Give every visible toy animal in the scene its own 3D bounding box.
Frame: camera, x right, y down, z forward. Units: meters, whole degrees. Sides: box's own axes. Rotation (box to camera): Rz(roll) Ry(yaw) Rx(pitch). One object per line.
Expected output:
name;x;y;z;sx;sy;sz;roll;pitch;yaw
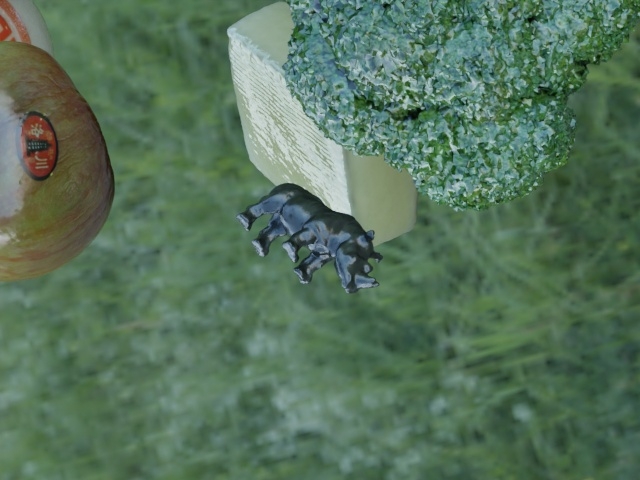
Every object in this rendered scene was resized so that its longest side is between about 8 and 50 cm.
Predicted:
toy animal;0.000;0.000;1.244;0.136;0.065;0.047;34;155;39

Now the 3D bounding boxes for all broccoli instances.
broccoli;0.126;-0.231;1.459;0.310;0.321;0.413;125;149;-79

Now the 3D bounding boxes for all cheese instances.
cheese;0.002;-0.150;2.047;0.265;0.124;0.242;42;147;43

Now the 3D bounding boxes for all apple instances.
apple;-0.170;-0.042;0.850;0.126;0.102;0.126;51;163;23

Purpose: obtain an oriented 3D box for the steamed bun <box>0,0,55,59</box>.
steamed bun;-0.458;-0.217;1.942;0.177;0.283;0.283;-14;89;65
